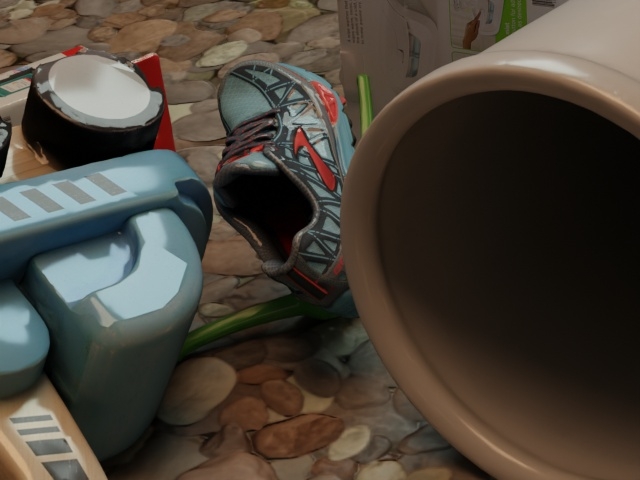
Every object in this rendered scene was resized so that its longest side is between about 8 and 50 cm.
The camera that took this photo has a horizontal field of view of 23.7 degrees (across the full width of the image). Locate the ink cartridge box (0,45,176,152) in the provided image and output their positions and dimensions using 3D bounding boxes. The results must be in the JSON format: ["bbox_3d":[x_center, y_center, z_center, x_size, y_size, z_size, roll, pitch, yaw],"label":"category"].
[{"bbox_3d":[-0.262,-0.098,1.479,0.231,0.134,0.078,-24,34,-27],"label":"ink cartridge box"}]

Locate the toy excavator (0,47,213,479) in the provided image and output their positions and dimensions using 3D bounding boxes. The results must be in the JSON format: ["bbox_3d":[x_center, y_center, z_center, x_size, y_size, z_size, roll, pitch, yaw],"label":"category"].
[{"bbox_3d":[-0.204,0.100,1.073,0.433,0.222,0.445,-18,53,-40],"label":"toy excavator"}]

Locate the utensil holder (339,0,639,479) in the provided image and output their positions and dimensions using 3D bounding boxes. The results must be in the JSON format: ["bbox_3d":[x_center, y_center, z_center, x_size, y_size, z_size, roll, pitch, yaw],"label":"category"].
[{"bbox_3d":[0.257,-0.042,1.094,0.327,0.328,0.385,18,37,35],"label":"utensil holder"}]

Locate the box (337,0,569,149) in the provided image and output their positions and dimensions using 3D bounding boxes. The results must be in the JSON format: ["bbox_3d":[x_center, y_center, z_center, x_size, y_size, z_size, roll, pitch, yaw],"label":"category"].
[{"bbox_3d":[0.143,-0.155,1.364,0.231,0.262,0.127,12,35,31],"label":"box"}]

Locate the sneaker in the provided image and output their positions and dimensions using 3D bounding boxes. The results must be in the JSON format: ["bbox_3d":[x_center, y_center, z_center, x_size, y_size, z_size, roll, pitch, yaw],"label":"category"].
[{"bbox_3d":[-0.032,-0.060,1.213,0.125,0.104,0.262,16,35,-44],"label":"sneaker"}]

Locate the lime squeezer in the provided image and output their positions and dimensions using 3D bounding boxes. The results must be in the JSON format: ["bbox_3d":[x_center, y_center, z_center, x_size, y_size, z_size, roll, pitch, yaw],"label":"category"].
[{"bbox_3d":[0.000,0.000,1.294,0.110,0.059,0.310,23,67,28],"label":"lime squeezer"}]
